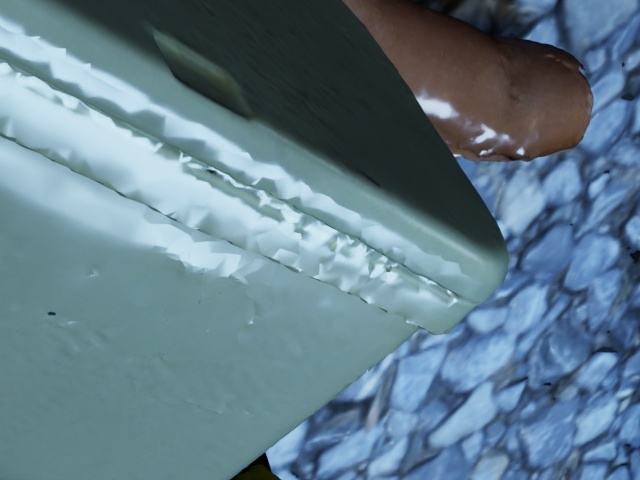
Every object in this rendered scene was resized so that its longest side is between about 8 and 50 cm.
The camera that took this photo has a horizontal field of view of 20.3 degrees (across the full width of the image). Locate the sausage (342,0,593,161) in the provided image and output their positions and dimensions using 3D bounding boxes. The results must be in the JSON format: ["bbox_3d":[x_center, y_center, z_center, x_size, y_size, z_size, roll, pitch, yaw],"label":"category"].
[{"bbox_3d":[0.008,-0.087,0.787,0.304,0.078,0.078,13,112,-43],"label":"sausage"}]

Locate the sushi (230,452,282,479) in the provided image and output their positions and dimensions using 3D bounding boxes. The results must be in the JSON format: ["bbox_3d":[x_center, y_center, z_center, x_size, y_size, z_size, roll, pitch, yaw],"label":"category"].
[{"bbox_3d":[-0.095,0.147,0.825,0.172,0.153,0.150,-12,150,-10],"label":"sushi"}]

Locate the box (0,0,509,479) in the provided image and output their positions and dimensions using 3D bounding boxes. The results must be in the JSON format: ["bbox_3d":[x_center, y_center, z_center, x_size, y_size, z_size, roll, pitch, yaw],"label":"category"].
[{"bbox_3d":[-0.179,0.010,0.581,0.344,0.177,0.352,-41,142,19],"label":"box"}]
